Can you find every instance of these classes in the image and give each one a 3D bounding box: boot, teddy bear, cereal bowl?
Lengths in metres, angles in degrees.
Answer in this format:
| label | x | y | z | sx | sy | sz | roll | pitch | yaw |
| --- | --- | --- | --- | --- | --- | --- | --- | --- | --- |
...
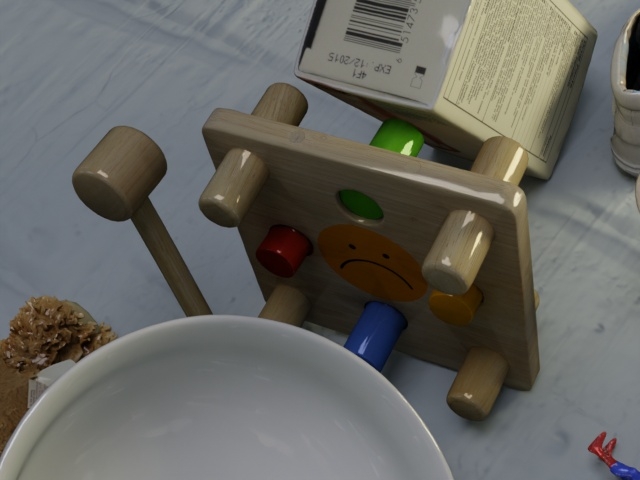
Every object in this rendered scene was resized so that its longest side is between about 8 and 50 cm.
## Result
| label | x | y | z | sx | sy | sz | roll | pitch | yaw |
| --- | --- | --- | --- | --- | --- | --- | --- | --- | --- |
| boot | 0.330 | -0.185 | 1.177 | 0.095 | 0.123 | 0.258 | 14 | 59 | 25 |
| teddy bear | -0.260 | 0.165 | 1.072 | 0.245 | 0.113 | 0.338 | 17 | 38 | 8 |
| cereal bowl | -0.074 | 0.229 | 0.936 | 0.338 | 0.141 | 0.339 | 6 | 68 | -15 |

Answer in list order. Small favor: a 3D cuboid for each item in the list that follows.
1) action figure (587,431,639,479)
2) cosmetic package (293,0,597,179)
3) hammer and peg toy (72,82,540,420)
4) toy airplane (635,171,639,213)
| label | x | y | z | sx | sy | sz | roll | pitch | yaw |
| --- | --- | --- | --- | --- | --- | --- | --- | --- | --- |
| action figure | 0.251 | 0.187 | 0.978 | 0.030 | 0.038 | 0.115 | -45 | 53 | 3 |
| cosmetic package | 0.115 | -0.158 | 1.091 | 0.129 | 0.296 | 0.153 | 18 | 89 | 28 |
| hammer and peg toy | 0.000 | 0.000 | 1.052 | 0.361 | 0.266 | 0.127 | 16 | 59 | 24 |
| toy airplane | 0.452 | 0.025 | 0.890 | 0.386 | 0.272 | 0.384 | -17 | 52 | 4 |
